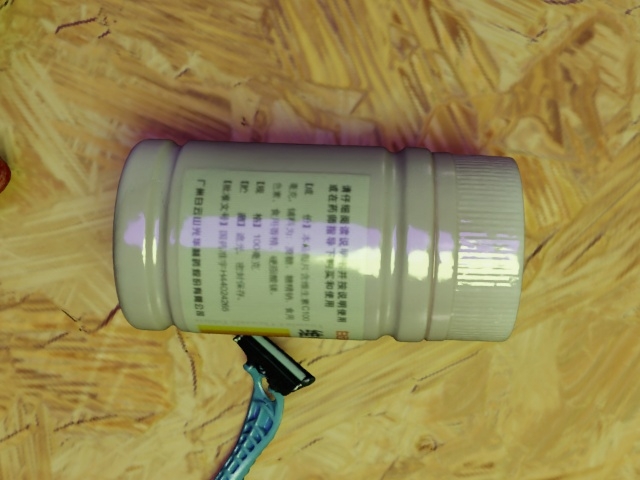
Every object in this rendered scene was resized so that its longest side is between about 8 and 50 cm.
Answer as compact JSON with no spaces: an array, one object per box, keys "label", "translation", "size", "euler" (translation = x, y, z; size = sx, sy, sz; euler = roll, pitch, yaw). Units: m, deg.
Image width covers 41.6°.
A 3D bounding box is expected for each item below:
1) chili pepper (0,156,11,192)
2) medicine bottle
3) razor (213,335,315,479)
[{"label":"chili pepper","translation":[-0.286,-0.038,0.608],"size":[0.123,0.070,0.073],"euler":[-34,72,4]},{"label":"medicine bottle","translation":[0.000,0.000,0.562],"size":[0.250,0.133,0.133],"euler":[1,90,2]},{"label":"razor","translation":[-0.082,0.190,0.610],"size":[0.082,0.042,0.253],"euler":[31,93,45]}]
